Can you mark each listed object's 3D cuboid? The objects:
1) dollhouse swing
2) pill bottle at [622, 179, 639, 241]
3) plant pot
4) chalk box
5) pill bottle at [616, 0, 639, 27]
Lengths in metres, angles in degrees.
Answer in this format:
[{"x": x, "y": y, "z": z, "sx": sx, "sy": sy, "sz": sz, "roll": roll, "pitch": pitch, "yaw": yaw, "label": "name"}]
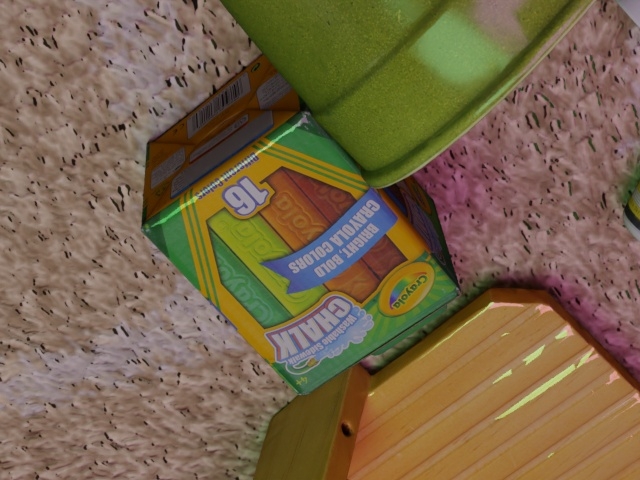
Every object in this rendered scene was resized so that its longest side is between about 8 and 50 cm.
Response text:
[{"x": 0.157, "y": 0.278, "z": 1.435, "sx": 0.305, "sy": 0.315, "sz": 0.347, "roll": -30, "pitch": 118, "yaw": 33, "label": "dollhouse swing"}, {"x": 0.361, "y": -0.073, "z": 1.359, "sx": 0.103, "sy": 0.103, "sz": 0.184, "roll": 18, "pitch": 115, "yaw": -14, "label": "pill bottle"}, {"x": 0.026, "y": -0.290, "z": 1.101, "sx": 0.353, "sy": 0.366, "sz": 0.366, "roll": 40, "pitch": 108, "yaw": -10, "label": "plant pot"}, {"x": 0.000, "y": 0.000, "z": 1.322, "sx": 0.180, "sy": 0.179, "sz": 0.289, "roll": -36, "pitch": 115, "yaw": 14, "label": "chalk box"}, {"x": 0.372, "y": -0.263, "z": 1.236, "sx": 0.146, "sy": 0.146, "sz": 0.264, "roll": 40, "pitch": 109, "yaw": -22, "label": "pill bottle"}]
